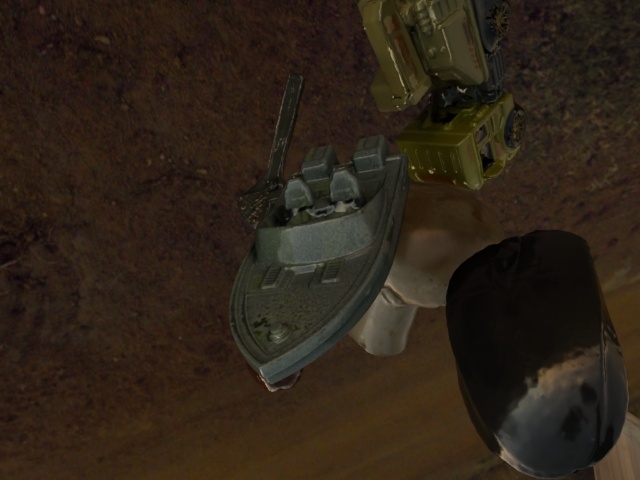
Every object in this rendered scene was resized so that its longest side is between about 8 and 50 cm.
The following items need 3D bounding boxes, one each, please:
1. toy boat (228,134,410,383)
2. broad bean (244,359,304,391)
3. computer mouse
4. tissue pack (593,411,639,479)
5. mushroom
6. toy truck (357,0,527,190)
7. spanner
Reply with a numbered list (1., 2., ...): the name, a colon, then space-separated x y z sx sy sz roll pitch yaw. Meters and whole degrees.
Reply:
1. toy boat: 0.000 0.000 0.464 0.141 0.320 0.092 -7 123 21
2. broad bean: -0.101 0.184 1.001 0.122 0.229 0.156 -12 172 -14
3. computer mouse: 0.184 0.067 0.453 0.137 0.270 0.086 -18 121 25
4. tissue pack: 0.424 0.394 0.625 0.170 0.325 0.071 34 136 -20
5. mushroom: 0.137 0.051 0.799 0.292 0.292 0.290 -1 110 -28
6. toy truck: 0.204 -0.272 0.847 0.254 0.180 0.405 -44 129 -23
7. spanner: -0.071 -0.161 0.857 0.093 0.326 0.026 6 155 10
